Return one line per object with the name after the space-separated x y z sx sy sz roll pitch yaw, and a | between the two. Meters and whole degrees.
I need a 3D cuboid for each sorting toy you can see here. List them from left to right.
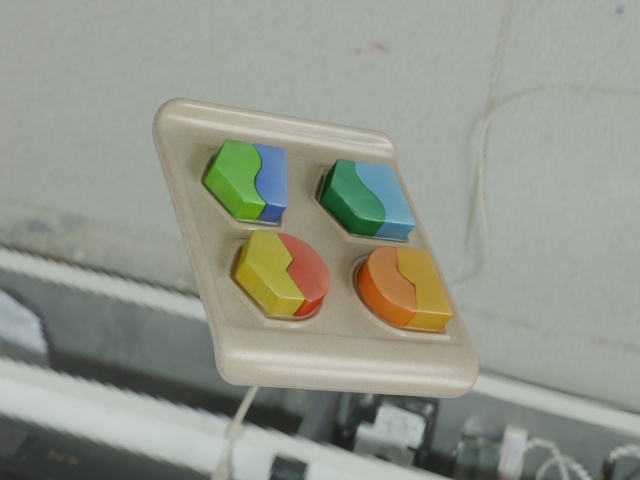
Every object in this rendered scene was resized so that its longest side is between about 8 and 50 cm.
0.000 0.000 1.018 0.193 0.208 0.038 7 140 -32 | sorting toy
